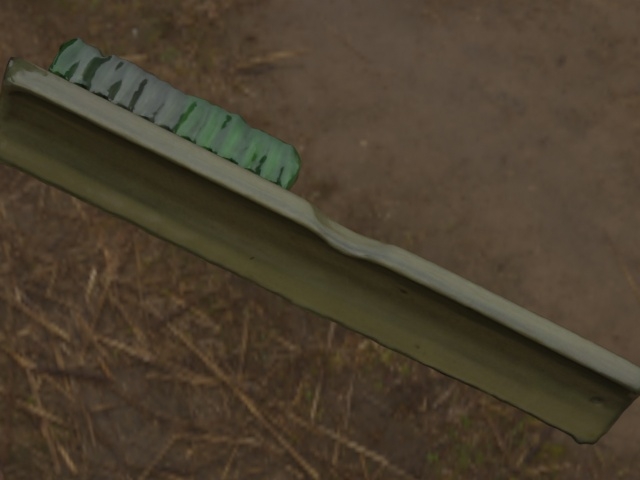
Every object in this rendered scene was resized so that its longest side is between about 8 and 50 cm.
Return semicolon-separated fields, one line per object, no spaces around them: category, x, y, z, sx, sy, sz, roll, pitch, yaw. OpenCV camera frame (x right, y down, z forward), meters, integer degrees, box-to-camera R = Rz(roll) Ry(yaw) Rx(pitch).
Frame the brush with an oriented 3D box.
brush;0.000;0.000;0.559;0.282;0.054;0.048;27;48;0
